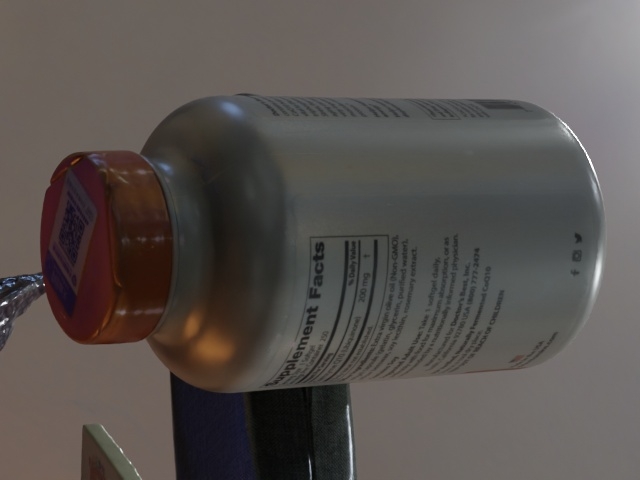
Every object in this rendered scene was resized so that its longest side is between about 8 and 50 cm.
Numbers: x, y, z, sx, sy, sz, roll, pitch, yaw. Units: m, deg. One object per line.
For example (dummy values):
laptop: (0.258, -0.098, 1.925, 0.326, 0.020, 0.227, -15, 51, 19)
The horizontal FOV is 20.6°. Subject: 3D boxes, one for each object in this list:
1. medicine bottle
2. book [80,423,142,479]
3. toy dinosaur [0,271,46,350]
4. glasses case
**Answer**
medicine bottle: (0.000, 0.000, 0.952, 0.289, 0.157, 0.157, -2, -122, -31)
book: (-0.155, 0.310, 1.336, 0.020, 0.208, 0.295, -1, -76, -21)
toy dinosaur: (-0.323, 0.097, 1.483, 0.077, 0.162, 0.294, 45, -119, -15)
glasses case: (-0.042, 0.063, 1.100, 0.074, 0.131, 0.323, 11, -126, -25)
